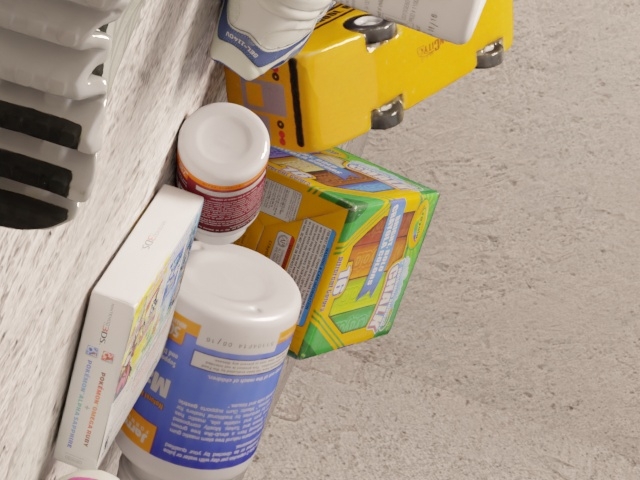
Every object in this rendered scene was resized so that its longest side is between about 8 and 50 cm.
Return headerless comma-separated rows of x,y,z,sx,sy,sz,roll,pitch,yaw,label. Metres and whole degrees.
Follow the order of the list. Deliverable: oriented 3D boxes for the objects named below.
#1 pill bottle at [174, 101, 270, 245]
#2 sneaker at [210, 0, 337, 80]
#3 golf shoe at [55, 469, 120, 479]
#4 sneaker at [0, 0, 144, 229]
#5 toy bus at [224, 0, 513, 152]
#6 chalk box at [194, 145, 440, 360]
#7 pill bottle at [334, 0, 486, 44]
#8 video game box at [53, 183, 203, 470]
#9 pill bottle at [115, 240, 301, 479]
-0.094,-0.057,1.837,0.152,0.086,0.086,102,9,-62,pill bottle
-0.042,-0.228,1.799,0.131,0.112,0.296,-53,179,18,sneaker
-0.214,0.249,1.687,0.306,0.115,0.140,117,-13,-56,golf shoe
-0.125,-0.148,0.997,0.118,0.110,0.292,-78,-168,-57,sneaker
0.060,-0.197,1.961,0.332,0.130,0.108,-33,126,-43,toy bus
0.000,0.000,2.124,0.289,0.179,0.180,-12,123,-62,chalk box
0.032,-0.254,1.568,0.131,0.229,0.131,20,90,-86,pill bottle
-0.170,0.076,1.743,0.205,0.048,0.187,-64,175,-59,video game box
-0.124,0.150,1.965,0.152,0.152,0.272,-62,171,-63,pill bottle
